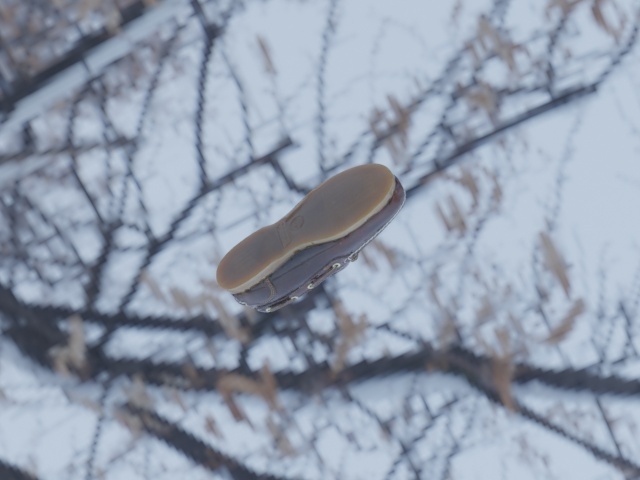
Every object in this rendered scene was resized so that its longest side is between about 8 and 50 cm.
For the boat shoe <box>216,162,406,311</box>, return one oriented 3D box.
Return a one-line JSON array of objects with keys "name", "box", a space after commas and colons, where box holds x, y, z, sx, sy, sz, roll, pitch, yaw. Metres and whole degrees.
[{"name": "boat shoe", "box": [0.000, 0.000, 1.798, 0.207, 0.073, 0.073, -30, -136, 24]}]
